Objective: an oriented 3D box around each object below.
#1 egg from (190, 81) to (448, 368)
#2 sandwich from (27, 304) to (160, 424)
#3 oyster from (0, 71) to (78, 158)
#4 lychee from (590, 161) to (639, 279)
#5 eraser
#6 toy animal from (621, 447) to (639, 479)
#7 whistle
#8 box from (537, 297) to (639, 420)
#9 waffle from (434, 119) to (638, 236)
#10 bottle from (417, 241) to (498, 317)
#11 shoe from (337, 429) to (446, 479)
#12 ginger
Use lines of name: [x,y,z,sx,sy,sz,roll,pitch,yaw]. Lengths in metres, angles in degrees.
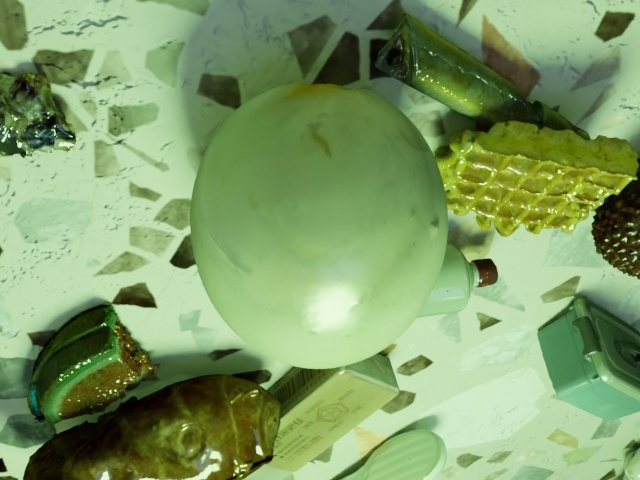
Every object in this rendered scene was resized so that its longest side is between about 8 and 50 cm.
egg: [0.000,0.000,0.793,0.282,0.283,0.345,-11,143,-5]
sandwich: [-0.346,0.205,1.031,0.235,0.079,0.159,-34,132,17]
oyster: [-0.344,-0.120,0.747,0.148,0.051,0.103,-12,128,10]
lychee: [0.471,-0.025,0.980,0.187,0.188,0.188,-8,134,-8]
eraser: [-0.032,0.303,1.212,0.144,0.078,0.343,28,121,-34]
toy animal: [0.808,0.603,1.665,0.257,0.194,0.358,-7,126,4]
whistle: [0.203,-0.167,0.847,0.326,0.057,0.068,21,118,-31]
box: [0.489,0.211,1.217,0.226,0.162,0.130,26,132,-33]
waffle: [0.248,-0.070,0.913,0.229,0.057,0.219,9,155,-5]
bottle: [0.133,0.060,1.010,0.245,0.104,0.104,-7,134,-8]
shoe: [0.142,0.509,1.421,0.160,0.132,0.363,29,124,-34]
ginger: [-0.266,0.324,1.098,0.418,0.254,0.176,-24,103,-14]
